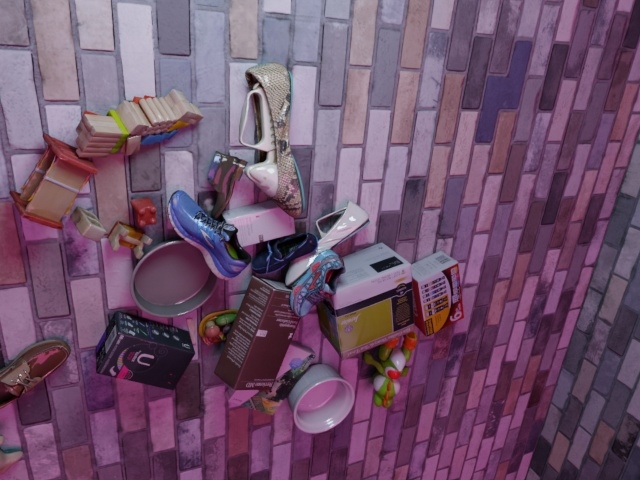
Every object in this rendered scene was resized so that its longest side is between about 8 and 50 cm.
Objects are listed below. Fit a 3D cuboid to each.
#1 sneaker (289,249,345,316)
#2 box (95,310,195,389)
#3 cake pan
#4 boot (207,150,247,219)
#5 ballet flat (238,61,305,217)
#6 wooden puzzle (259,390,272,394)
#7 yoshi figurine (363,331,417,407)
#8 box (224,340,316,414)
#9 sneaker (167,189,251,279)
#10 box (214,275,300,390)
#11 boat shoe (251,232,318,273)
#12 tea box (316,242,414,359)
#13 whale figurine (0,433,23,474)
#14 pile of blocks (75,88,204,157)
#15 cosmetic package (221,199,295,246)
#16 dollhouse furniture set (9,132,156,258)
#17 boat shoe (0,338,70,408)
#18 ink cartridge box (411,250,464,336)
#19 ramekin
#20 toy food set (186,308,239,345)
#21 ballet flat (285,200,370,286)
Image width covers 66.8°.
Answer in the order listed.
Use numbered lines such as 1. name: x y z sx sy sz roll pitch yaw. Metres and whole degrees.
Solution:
1. sneaker: -0.009 0.162 1.660 0.104 0.125 0.261 22 101 -44
2. box: -0.586 0.371 1.628 0.270 0.143 0.165 25 101 -33
3. cake pan: -0.478 0.120 1.596 0.293 0.054 0.293 -17 126 -26
4. boot: -0.327 -0.179 1.558 0.106 0.082 0.219 26 102 -12
5. ballet flat: -0.165 -0.292 1.495 0.182 0.164 0.482 -16 110 -33
6. wooden puzzle: -0.223 0.579 1.916 0.049 0.006 0.083 -20 120 -16
7. yoshi figurine: 0.303 0.553 2.147 0.203 0.204 0.362 -5 113 -51
8. box: -0.198 0.537 1.946 0.232 0.058 0.322 31 98 -33
9. sneaker: -0.336 -0.032 1.522 0.147 0.129 0.330 -28 111 30
10. box: -0.211 0.335 1.740 0.191 0.143 0.381 18 96 -48
11. boat shoe: -0.137 0.030 1.686 0.258 0.109 0.089 -30 149 11
12. tea box: 0.166 0.230 1.884 0.329 0.220 0.323 -17 118 -18
13. whale figurine: -1.102 0.681 1.548 0.216 0.141 0.272 -44 148 -1
14. pile of blocks: -0.517 -0.336 1.364 0.362 0.112 0.149 -25 168 -35
15. cosmetic package: -0.209 -0.060 1.650 0.231 0.085 0.117 -16 119 -18
16. dollhouse furniture set: -0.646 -0.115 1.399 0.201 0.152 0.374 -54 141 5
17. boat shoe: -0.928 0.432 1.505 0.324 0.116 0.123 -35 123 -8
18. ink cartridge box: 0.459 0.244 2.088 0.272 0.130 0.309 -24 121 -13
19. ramekin: -0.007 0.659 2.048 0.277 0.135 0.277 -10 117 -21
20. toy food set: -0.366 0.328 1.759 0.218 0.071 0.128 -8 116 -22
21. ballet flat: 0.000 0.000 1.768 0.400 0.139 0.139 -40 124 -9
